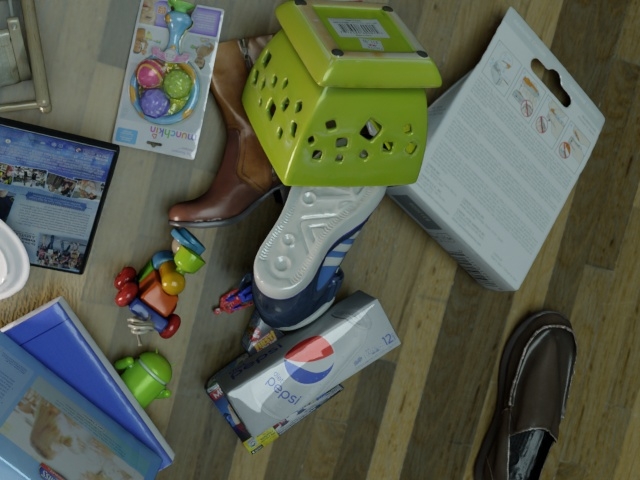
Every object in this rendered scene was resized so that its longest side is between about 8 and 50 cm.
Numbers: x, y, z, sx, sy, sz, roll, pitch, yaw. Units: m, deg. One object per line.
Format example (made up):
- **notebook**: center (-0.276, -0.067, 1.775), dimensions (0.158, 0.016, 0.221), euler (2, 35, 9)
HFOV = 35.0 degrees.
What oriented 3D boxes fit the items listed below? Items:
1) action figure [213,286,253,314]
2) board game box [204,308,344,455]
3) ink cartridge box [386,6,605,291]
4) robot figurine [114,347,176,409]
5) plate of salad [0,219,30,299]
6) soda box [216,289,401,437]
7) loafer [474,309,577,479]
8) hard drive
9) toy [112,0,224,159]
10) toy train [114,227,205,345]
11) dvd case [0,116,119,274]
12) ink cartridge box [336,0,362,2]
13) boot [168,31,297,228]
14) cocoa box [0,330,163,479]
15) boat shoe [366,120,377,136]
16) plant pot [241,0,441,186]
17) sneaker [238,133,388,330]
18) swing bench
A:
- **action figure**: center (-0.127, 0.092, 1.694), dimensions (0.115, 0.030, 0.038), euler (-30, 111, -7)
- **board game box**: center (-0.093, 0.224, 1.707), dimensions (0.194, 0.060, 0.194), euler (-35, 105, -8)
- **ink cartridge box**: center (0.304, -0.153, 1.741), dimensions (0.308, 0.091, 0.385), euler (41, 69, -28)
- **robot figurine**: center (-0.289, 0.229, 1.647), dimensions (0.115, 0.067, 0.101), euler (-47, 112, -4)
- **plate of salad**: center (-0.529, 0.011, 1.520), dimensions (0.200, 0.048, 0.200), euler (6, 130, 7)
- **soda box**: center (-0.020, 0.195, 1.642), dimensions (0.286, 0.098, 0.091), euler (-31, 105, -10)
- **loafer**: center (0.391, 0.309, 1.823), dimensions (0.134, 0.130, 0.366), euler (11, 96, -18)
- **hard drive**: center (-0.404, 0.266, 1.599), dimensions (0.210, 0.040, 0.318), euler (-28, 107, 12)
- **toy**: center (-0.240, -0.255, 1.558), dimensions (0.137, 0.056, 0.237), euler (12, 88, 9)
- **toy train**: center (-0.229, 0.069, 1.537), dimensions (0.105, 0.248, 0.143), euler (39, 93, -18)
- **dvd case**: center (-0.418, -0.060, 1.521), dimensions (0.180, 0.022, 0.253), euler (12, 127, -18)
- **ink cartridge box**: center (0.023, -0.430, 1.572), dimensions (0.072, 0.127, 0.175), euler (-2, 116, -5)
- **boot**: center (-0.147, -0.173, 1.609), dimensions (0.264, 0.096, 0.280), euler (-18, 103, -12)
- **cocoa box**: center (-0.450, 0.342, 1.481), dimensions (0.347, 0.231, 0.228), euler (41, 111, -10)
- **boat shoe**: center (0.111, -0.155, 1.707), dimensions (0.063, 0.066, 0.184), euler (-12, 111, 19)
- **plant pot**: center (0.034, -0.226, 1.494), dimensions (0.228, 0.227, 0.207), euler (-4, 134, -24)
- **sneaker**: center (0.000, 0.001, 1.648), dimensions (0.130, 0.236, 0.323), euler (30, 69, 13)
- **swing bench**: center (-0.531, -0.297, 1.447), dimensions (0.253, 0.165, 0.254), euler (-9, 96, -14)
